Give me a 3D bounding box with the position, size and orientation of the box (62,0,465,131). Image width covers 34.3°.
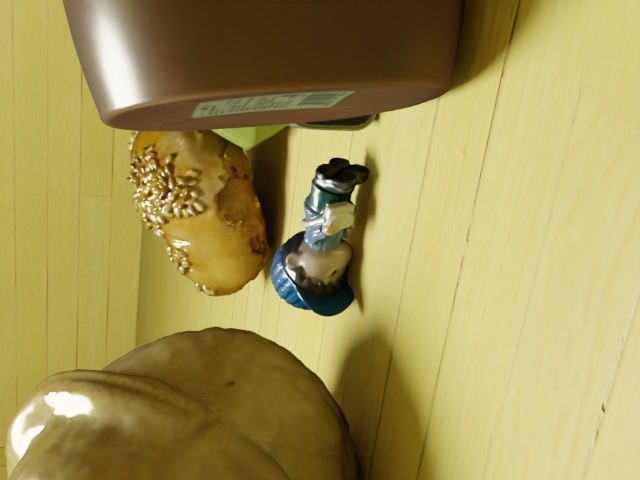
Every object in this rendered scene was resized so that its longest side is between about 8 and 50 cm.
[{"bbox_3d":[-0.037,-0.192,0.704,0.301,0.300,0.216,180,83,-76],"label":"box"}]

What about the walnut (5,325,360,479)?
[{"bbox_3d":[-0.125,0.260,0.901,0.381,0.381,0.381,-179,90,-76],"label":"walnut"}]

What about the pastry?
[{"bbox_3d":[-0.169,-0.069,1.361,0.311,0.161,0.255,-118,14,-61],"label":"pastry"}]

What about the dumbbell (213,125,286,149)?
[{"bbox_3d":[-0.057,-0.178,1.104,0.108,0.121,0.302,-63,11,-11],"label":"dumbbell"}]

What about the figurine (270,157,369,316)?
[{"bbox_3d":[0.000,0.000,0.945,0.086,0.087,0.149,-43,-32,-55],"label":"figurine"}]

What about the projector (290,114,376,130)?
[{"bbox_3d":[0.001,-0.141,0.921,0.082,0.083,0.083,-149,60,-73],"label":"projector"}]
